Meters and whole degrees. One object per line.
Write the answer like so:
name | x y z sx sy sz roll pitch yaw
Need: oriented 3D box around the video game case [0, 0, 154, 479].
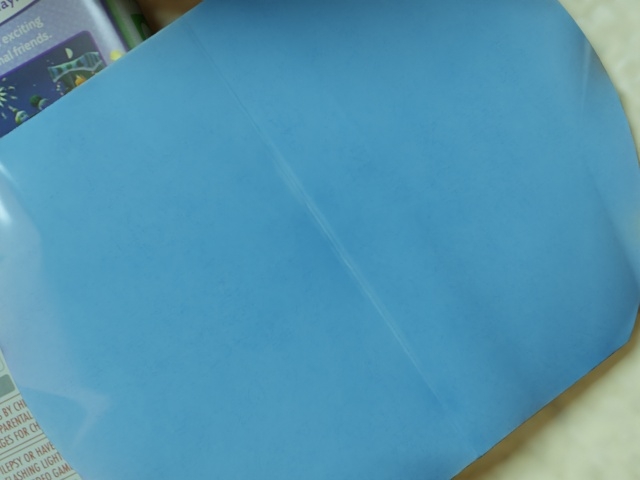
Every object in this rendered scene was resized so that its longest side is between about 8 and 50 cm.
video game case | -0.122 0.024 0.465 0.212 0.023 0.193 -27 92 11

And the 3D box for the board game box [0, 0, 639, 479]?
board game box | 0.000 0.000 0.426 0.169 0.033 0.133 -36 99 -12
